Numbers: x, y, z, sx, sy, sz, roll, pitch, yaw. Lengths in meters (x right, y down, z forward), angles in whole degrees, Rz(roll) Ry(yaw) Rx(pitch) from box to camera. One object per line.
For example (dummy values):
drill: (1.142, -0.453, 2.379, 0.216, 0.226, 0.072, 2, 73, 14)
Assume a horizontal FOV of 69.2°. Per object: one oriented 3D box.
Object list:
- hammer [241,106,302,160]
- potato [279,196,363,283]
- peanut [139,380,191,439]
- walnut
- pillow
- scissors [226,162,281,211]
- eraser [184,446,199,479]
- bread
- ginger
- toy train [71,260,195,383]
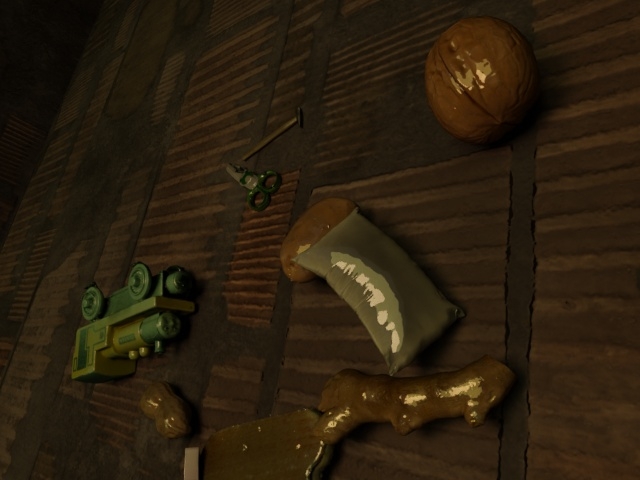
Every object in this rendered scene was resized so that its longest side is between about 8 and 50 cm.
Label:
hammer: (-0.120, -0.248, 1.133, 0.199, 0.013, 0.062, -30, 51, 27)
potato: (0.000, 0.000, 0.826, 0.118, 0.109, 0.178, 34, 75, 31)
peanut: (-0.316, 0.347, 0.952, 0.187, 0.082, 0.082, 22, 84, 46)
walnut: (0.242, -0.248, 0.711, 0.165, 0.165, 0.197, -25, 62, 30)
pillow: (0.079, 0.065, 0.701, 0.144, 0.078, 0.254, -37, 61, -9)
scissors: (-0.172, -0.144, 1.115, 0.204, 0.027, 0.101, 35, 90, 43)
eraser: (-0.232, 0.414, 0.841, 0.105, 0.026, 0.065, 111, 153, -55)
bread: (-0.092, 0.390, 0.750, 0.286, 0.056, 0.207, -22, 52, 33)
ginger: (0.118, 0.212, 0.642, 0.299, 0.065, 0.118, -22, 37, 31)
toy train: (-0.442, 0.193, 1.107, 0.369, 0.150, 0.237, -23, 64, 32)
